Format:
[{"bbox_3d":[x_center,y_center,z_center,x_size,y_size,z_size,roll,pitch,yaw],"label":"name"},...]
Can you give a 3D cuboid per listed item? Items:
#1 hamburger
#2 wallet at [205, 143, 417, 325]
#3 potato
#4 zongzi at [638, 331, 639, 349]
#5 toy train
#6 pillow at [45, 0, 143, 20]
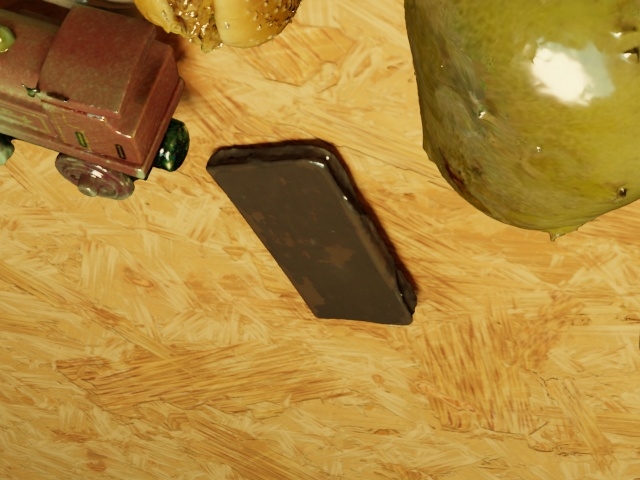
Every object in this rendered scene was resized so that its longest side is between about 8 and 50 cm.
[{"bbox_3d":[-0.071,-0.234,0.763,0.117,0.191,0.182,6,126,19],"label":"hamburger"},{"bbox_3d":[0.000,0.000,1.200,0.165,0.042,0.310,-2,140,30],"label":"wallet"},{"bbox_3d":[0.181,-0.130,0.750,0.270,0.219,0.359,55,169,28],"label":"potato"},{"bbox_3d":[0.406,0.070,1.028,0.154,0.131,0.062,14,156,6],"label":"zongzi"},{"bbox_3d":[-0.279,-0.153,0.990,0.304,0.150,0.221,17,161,6],"label":"toy train"},{"bbox_3d":[-0.269,-0.273,0.916,0.270,0.067,0.173,18,152,0],"label":"pillow"}]
